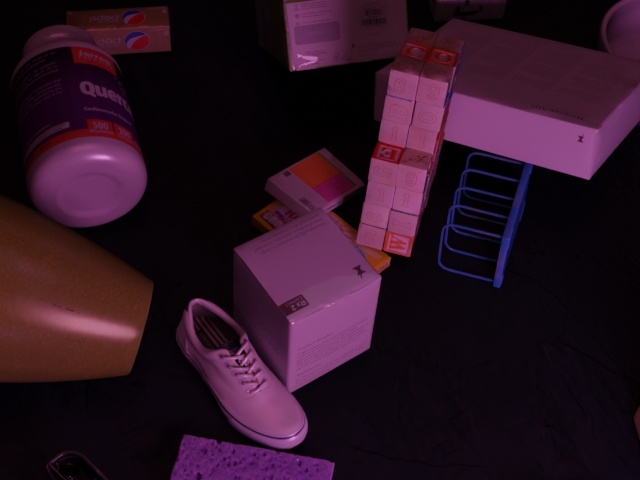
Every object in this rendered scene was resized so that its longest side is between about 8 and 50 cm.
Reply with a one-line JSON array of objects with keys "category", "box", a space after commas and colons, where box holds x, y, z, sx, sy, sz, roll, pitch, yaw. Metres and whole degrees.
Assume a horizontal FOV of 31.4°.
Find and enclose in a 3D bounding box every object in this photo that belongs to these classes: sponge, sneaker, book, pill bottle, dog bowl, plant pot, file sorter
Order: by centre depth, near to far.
[{"category": "sponge", "box": [-0.094, 0.329, 1.502, 0.210, 0.031, 0.117, 10, 51, 3]}, {"category": "plant pot", "box": [-0.388, 0.085, 1.554, 0.293, 0.275, 0.275, 16, 50, -11]}, {"category": "sneaker", "box": [-0.116, 0.183, 1.578, 0.094, 0.091, 0.258, -35, 61, -27]}, {"category": "file sorter", "box": [0.256, -0.038, 1.767, 0.104, 0.118, 0.170, 15, 52, 12]}, {"category": "pill bottle", "box": [-0.388, -0.190, 1.799, 0.181, 0.181, 0.323, -11, 53, -13]}, {"category": "book", "box": [-0.007, -0.087, 1.814, 0.096, 0.035, 0.144, 39, 40, 19]}, {"category": "dog bowl", "box": [0.618, -0.319, 2.025, 0.265, 0.104, 0.265, 2, 52, -2]}]

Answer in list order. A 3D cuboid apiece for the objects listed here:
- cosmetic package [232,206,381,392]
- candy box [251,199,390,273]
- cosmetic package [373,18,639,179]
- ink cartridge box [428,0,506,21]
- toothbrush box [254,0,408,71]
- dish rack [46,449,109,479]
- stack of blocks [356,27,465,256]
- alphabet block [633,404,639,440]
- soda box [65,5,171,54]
[{"category": "cosmetic package", "box": [-0.023, 0.085, 1.605, 0.151, 0.184, 0.151, -26, 58, -23]}, {"category": "candy box", "box": [0.000, 0.000, 1.775, 0.206, 0.027, 0.105, 39, 54, 24]}, {"category": "cosmetic package", "box": [0.318, -0.242, 1.863, 0.377, 0.097, 0.284, 19, 35, 26]}, {"category": "ink cartridge box", "box": [0.272, -0.466, 2.148, 0.135, 0.056, 0.099, -4, 52, -8]}, {"category": "toothbrush box", "box": [0.013, -0.380, 1.940, 0.206, 0.122, 0.283, -9, 19, -10]}, {"category": "dish rack", "box": [-0.342, 0.414, 1.390, 0.208, 0.074, 0.271, 38, 59, 25]}, {"category": "stack of blocks", "box": [0.134, -0.145, 1.713, 0.087, 0.297, 0.171, 15, 42, 7]}, {"category": "alphabet block", "box": [0.551, 0.267, 1.499, 0.193, 0.192, 0.197, -2, 51, -8]}, {"category": "soda box", "box": [-0.358, -0.372, 2.023, 0.181, 0.061, 0.058, -5, 53, -8]}]
